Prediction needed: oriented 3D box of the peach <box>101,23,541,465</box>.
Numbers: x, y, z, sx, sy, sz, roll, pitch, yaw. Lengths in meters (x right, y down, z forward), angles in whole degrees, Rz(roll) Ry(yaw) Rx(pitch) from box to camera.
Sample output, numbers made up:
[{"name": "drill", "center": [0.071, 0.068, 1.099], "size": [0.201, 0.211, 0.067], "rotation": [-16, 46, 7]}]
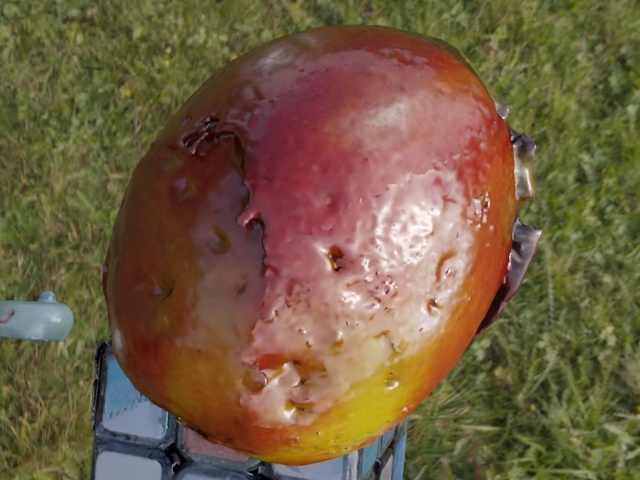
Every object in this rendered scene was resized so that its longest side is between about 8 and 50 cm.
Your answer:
[{"name": "peach", "center": [0.000, 0.000, 0.862], "size": [0.339, 0.353, 0.417], "rotation": [33, 86, 18]}]

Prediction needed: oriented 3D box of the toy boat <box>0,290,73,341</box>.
[{"name": "toy boat", "center": [-0.476, 0.116, 1.471], "size": [0.134, 0.207, 0.079], "rotation": [12, 80, -49]}]

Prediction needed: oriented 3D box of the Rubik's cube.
[{"name": "Rubik's cube", "center": [-0.079, 0.309, 1.236], "size": [0.358, 0.362, 0.363], "rotation": [4, 92, 13]}]
